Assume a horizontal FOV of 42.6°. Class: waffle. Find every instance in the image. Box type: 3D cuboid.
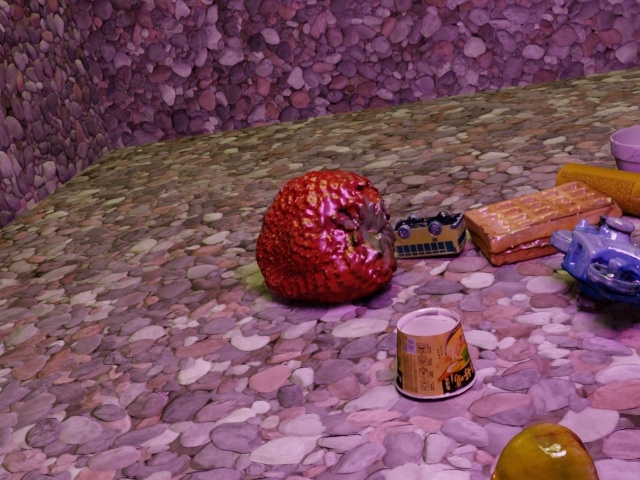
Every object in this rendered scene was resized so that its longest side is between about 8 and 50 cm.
[{"bbox_3d":[0.528,-0.043,1.974,0.328,0.098,0.224,-16,20,-4],"label":"waffle"}]

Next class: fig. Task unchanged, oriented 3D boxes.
[{"bbox_3d":[0.310,0.317,1.109,0.121,0.136,0.153,-4,-26,-26],"label":"fig"}]

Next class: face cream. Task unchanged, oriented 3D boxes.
[{"bbox_3d":[0.751,-0.121,2.035,0.105,0.105,0.349,-23,23,-27],"label":"face cream"}]

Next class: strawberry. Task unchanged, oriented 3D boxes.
[{"bbox_3d":[0.000,0.000,1.911,0.351,0.312,0.267,-20,-7,32],"label":"strawberry"}]

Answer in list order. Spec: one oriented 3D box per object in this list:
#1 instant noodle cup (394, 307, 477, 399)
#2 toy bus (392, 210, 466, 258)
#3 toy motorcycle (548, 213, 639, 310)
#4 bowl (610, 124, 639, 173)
[{"bbox_3d":[0.203,0.200,1.482,0.151,0.122,0.151,-8,22,3],"label":"instant noodle cup"},{"bbox_3d":[0.271,-0.012,2.019,0.175,0.101,0.088,-6,21,29],"label":"toy bus"},{"bbox_3d":[0.597,0.037,1.600,0.241,0.182,0.319,-12,19,0],"label":"toy motorcycle"},{"bbox_3d":[0.892,-0.205,2.098,0.287,0.143,0.287,-5,18,2],"label":"bowl"}]
